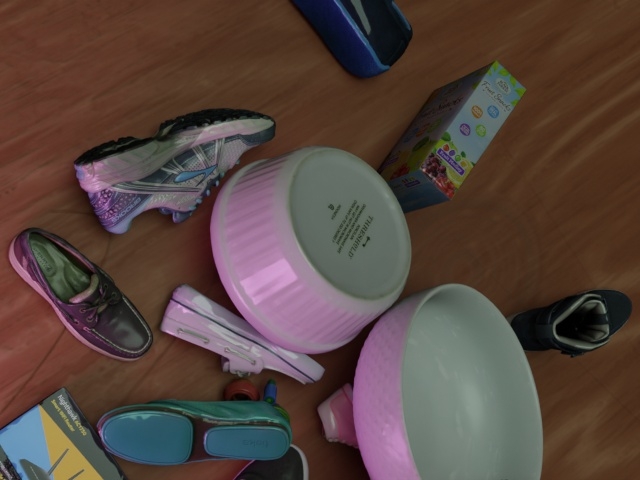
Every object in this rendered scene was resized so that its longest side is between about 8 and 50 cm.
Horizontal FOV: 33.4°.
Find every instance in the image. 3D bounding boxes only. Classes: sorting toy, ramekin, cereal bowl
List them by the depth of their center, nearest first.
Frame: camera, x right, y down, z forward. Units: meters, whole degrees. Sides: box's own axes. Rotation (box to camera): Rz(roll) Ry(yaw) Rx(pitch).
[{"bbox_3d":[0.000,0.000,1.391,0.272,0.127,0.273,21,56,-34],"label":"ramekin"},{"bbox_3d":[-0.080,0.212,1.423,0.102,0.061,0.042,39,27,-19],"label":"sorting toy"},{"bbox_3d":[0.154,0.235,1.427,0.339,0.141,0.339,21,61,-44],"label":"cereal bowl"}]

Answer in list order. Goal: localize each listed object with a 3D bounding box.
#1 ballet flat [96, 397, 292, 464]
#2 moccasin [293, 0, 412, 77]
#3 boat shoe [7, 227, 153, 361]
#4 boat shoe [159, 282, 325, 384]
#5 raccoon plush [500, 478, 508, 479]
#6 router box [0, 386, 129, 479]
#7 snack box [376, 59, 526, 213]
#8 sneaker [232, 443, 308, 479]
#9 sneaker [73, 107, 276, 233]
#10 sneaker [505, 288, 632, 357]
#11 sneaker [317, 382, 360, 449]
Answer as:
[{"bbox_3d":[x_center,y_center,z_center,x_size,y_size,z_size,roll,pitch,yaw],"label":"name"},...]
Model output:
[{"bbox_3d":[-0.161,0.239,1.361,0.247,0.087,0.083,5,105,-13],"label":"ballet flat"},{"bbox_3d":[0.008,-0.396,1.525,0.117,0.137,0.342,-42,111,-26],"label":"moccasin"},{"bbox_3d":[-0.299,0.069,1.342,0.223,0.073,0.080,45,69,-9],"label":"boat shoe"},{"bbox_3d":[-0.107,0.142,1.413,0.226,0.083,0.076,30,84,-3],"label":"boat shoe"},{"bbox_3d":[0.274,0.467,1.237,0.216,0.446,0.299,2,60,18],"label":"raccoon plush"},{"bbox_3d":[-0.323,0.290,1.312,0.133,0.046,0.179,-36,95,-23],"label":"router box"},{"bbox_3d":[0.172,-0.140,1.506,0.070,0.174,0.207,42,68,-14],"label":"snack box"},{"bbox_3d":[-0.117,0.360,1.315,0.104,0.147,0.296,33,69,20],"label":"sneaker"},{"bbox_3d":[-0.183,-0.095,1.416,0.283,0.110,0.122,-22,112,-26],"label":"sneaker"},{"bbox_3d":[0.401,0.115,1.562,0.226,0.163,0.086,-13,85,-24],"label":"sneaker"},{"bbox_3d":[0.043,0.265,1.461,0.070,0.051,0.134,-32,107,-1],"label":"sneaker"}]
